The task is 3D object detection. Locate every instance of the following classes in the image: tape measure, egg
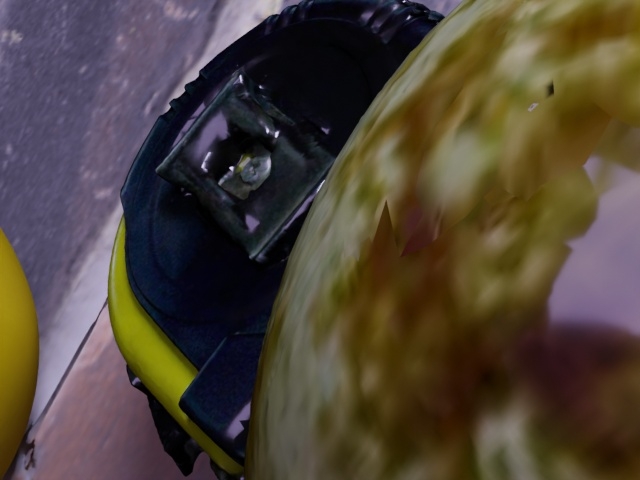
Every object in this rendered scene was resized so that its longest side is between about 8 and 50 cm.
[{"bbox_3d":[0.000,0.000,0.666,0.199,0.112,0.186,-51,35,-2],"label":"tape measure"},{"bbox_3d":[0.100,0.049,0.423,0.289,0.238,0.238,-54,31,35],"label":"egg"}]

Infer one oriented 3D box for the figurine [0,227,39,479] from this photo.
[{"bbox_3d":[-0.264,0.107,0.795,0.215,0.187,0.344,36,92,29],"label":"figurine"}]
